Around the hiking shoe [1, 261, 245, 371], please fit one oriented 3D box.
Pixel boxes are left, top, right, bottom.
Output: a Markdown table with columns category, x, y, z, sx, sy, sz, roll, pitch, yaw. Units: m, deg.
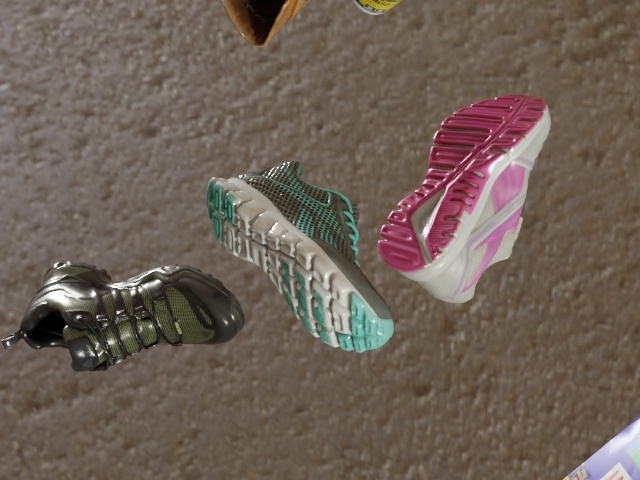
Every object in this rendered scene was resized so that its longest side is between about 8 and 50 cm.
| category | x | y | z | sx | sy | sz | roll | pitch | yaw |
| --- | --- | --- | --- | --- | --- | --- | --- | --- | --- |
| hiking shoe | -0.180 | 0.084 | 1.117 | 0.226 | 0.086 | 0.114 | 1 | 40 | 26 |

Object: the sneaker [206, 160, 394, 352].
| category | x | y | z | sx | sy | sz | roll | pitch | yaw |
| --- | --- | --- | --- | --- | --- | --- | --- | --- | --- |
| sneaker | 0.000 | 0.000 | 0.743 | 0.076 | 0.065 | 0.166 | -26 | 51 | -26 |

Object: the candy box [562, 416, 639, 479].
| category | x | y | z | sx | sy | sz | roll | pitch | yaw |
| --- | --- | --- | --- | --- | --- | --- | --- | --- | --- |
| candy box | 0.481 | 0.318 | 1.503 | 0.317 | 0.122 | 0.268 | -44 | 25 | 14 |

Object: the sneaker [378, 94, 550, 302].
| category | x | y | z | sx | sy | sz | roll | pitch | yaw |
| --- | --- | --- | --- | --- | --- | --- | --- | --- | --- |
| sneaker | 0.157 | -0.042 | 1.222 | 0.103 | 0.111 | 0.252 | 19 | 63 | 42 |

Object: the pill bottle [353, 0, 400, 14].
| category | x | y | z | sx | sy | sz | roll | pitch | yaw |
| --- | --- | --- | --- | --- | --- | --- | --- | --- | --- |
| pill bottle | 0.086 | -0.315 | 1.410 | 0.065 | 0.116 | 0.065 | 8 | 73 | -27 |

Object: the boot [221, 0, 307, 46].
| category | x | y | z | sx | sy | sz | roll | pitch | yaw |
| --- | --- | --- | --- | --- | --- | --- | --- | --- | --- |
| boot | 0.000 | -0.255 | 1.071 | 0.109 | 0.283 | 0.220 | 16 | 66 | 17 |
